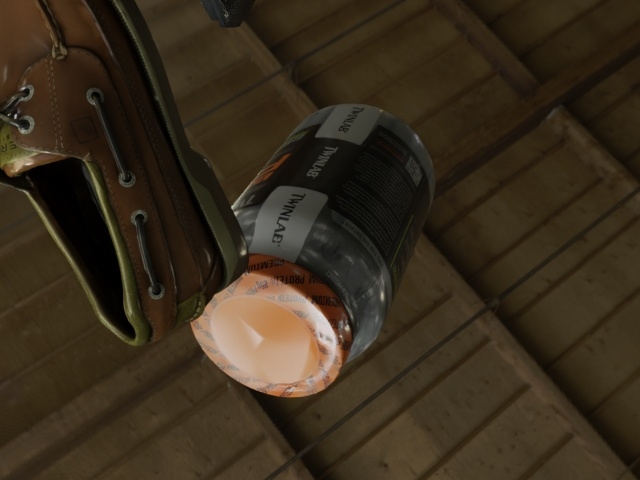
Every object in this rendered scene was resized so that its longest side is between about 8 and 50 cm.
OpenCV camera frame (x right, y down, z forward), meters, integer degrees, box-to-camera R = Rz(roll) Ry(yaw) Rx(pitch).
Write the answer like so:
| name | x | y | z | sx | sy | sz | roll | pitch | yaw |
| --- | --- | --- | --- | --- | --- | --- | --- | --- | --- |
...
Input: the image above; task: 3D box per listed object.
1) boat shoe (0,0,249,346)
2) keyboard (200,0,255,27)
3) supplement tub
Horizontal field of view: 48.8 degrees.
| name | x | y | z | sx | sy | sz | roll | pitch | yaw |
| --- | --- | --- | --- | --- | --- | --- | --- | --- | --- |
| boat shoe | -0.157 | -0.076 | 0.447 | 0.104 | 0.110 | 0.307 | -43 | -73 | -41 |
| keyboard | -0.024 | -0.286 | 0.360 | 0.033 | 0.202 | 0.317 | 5 | -120 | 27 |
| supplement tub | 0.000 | 0.000 | 0.751 | 0.193 | 0.194 | 0.316 | 25 | -140 | 4 |
